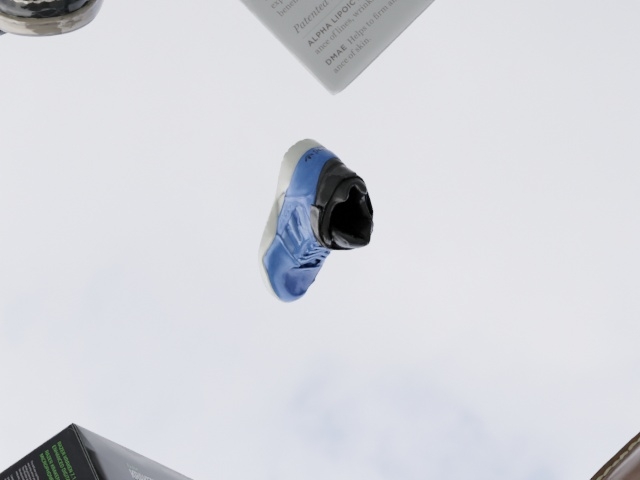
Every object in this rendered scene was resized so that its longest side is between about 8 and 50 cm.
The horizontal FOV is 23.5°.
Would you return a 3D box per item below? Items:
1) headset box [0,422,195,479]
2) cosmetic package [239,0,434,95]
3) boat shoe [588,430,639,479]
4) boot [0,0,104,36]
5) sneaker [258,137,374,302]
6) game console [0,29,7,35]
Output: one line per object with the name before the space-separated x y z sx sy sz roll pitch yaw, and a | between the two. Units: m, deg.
headset box | -0.220 0.299 1.313 0.283 0.246 0.131 -35 -121 7
cosmetic package | -0.008 -0.230 1.113 0.184 0.151 0.151 44 -174 -16
boat shoe | 0.244 0.035 0.699 0.120 0.324 0.122 52 -177 -20
boot | -0.268 -0.394 1.350 0.138 0.284 0.377 -4 -127 -6
sneaker | -0.001 0.000 1.264 0.058 0.152 0.084 -12 -144 -39
game console | -0.459 -0.255 1.644 0.293 0.250 0.173 -22 -138 -3
